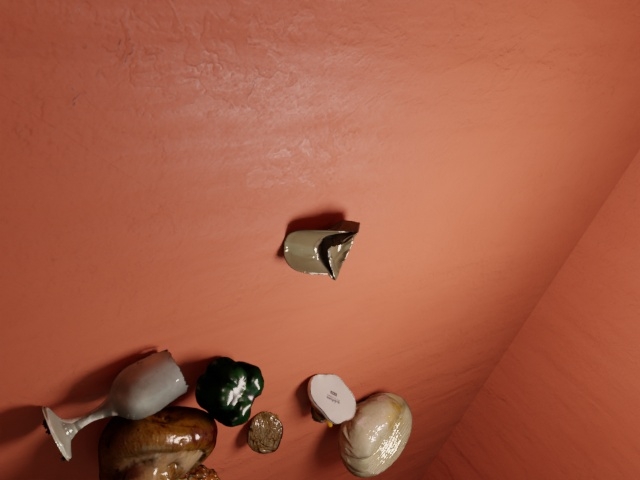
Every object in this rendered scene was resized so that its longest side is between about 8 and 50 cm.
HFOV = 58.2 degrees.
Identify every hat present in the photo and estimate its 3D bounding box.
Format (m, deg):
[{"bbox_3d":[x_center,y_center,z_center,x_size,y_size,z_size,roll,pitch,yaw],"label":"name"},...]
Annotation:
[{"bbox_3d":[0.000,0.000,1.483,0.173,0.144,0.166,23,122,-3],"label":"hat"}]

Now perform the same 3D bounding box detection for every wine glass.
[{"bbox_3d":[-0.480,0.382,1.364,0.321,0.143,0.143,-23,140,-22],"label":"wine glass"}]

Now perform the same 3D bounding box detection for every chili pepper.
[{"bbox_3d":[-0.260,0.411,1.577,0.165,0.261,0.174,22,75,-23],"label":"chili pepper"}]

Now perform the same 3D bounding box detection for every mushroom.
[{"bbox_3d":[-0.437,0.583,1.509,0.345,0.260,0.345,-19,144,-14],"label":"mushroom"}]

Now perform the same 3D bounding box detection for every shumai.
[{"bbox_3d":[-0.191,0.655,1.958,0.123,0.139,0.105,3,165,-9],"label":"shumai"}]

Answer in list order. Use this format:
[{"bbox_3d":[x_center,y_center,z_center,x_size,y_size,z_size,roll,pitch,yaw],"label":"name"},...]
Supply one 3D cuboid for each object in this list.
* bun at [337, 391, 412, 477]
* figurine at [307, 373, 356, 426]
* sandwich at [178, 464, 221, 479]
[{"bbox_3d":[0.207,0.774,2.325,0.365,0.219,0.365,-29,133,-37],"label":"bun"},{"bbox_3d":[-0.002,0.568,2.043,0.141,0.167,0.250,-21,128,36],"label":"figurine"},{"bbox_3d":[-0.436,0.786,1.786,0.301,0.162,0.250,15,130,-47],"label":"sandwich"}]
